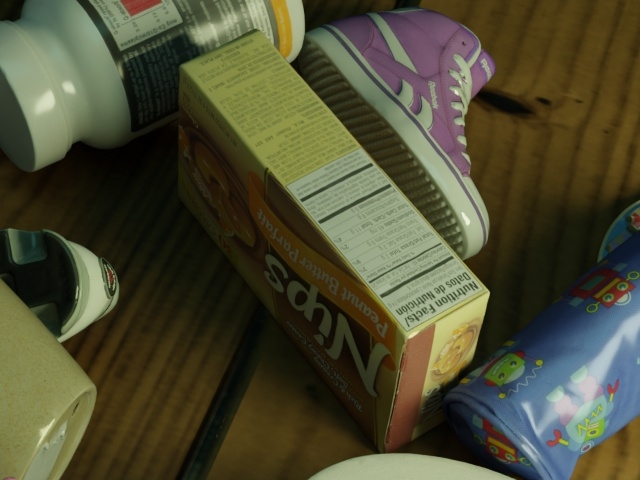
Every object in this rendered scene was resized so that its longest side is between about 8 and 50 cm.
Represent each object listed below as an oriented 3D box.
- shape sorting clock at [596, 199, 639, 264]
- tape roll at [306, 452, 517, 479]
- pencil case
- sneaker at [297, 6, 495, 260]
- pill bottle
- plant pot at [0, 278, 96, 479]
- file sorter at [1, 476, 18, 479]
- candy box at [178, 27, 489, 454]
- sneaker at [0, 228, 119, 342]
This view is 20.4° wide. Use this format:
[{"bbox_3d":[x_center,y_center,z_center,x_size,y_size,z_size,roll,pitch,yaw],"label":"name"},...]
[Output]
[{"bbox_3d":[0.341,0.039,1.550,0.206,0.040,0.206,2,54,-3],"label":"shape sorting clock"},{"bbox_3d":[0.125,0.303,1.210,0.392,0.072,0.392,22,29,-13],"label":"tape roll"},{"bbox_3d":[0.243,0.084,1.438,0.306,0.133,0.119,-38,32,-17],"label":"pencil case"},{"bbox_3d":[0.111,-0.113,1.604,0.161,0.102,0.282,-19,58,-21],"label":"sneaker"},{"bbox_3d":[-0.166,-0.177,1.586,0.278,0.162,0.162,-28,61,-23],"label":"pill bottle"},{"bbox_3d":[-0.306,0.092,1.248,0.274,0.256,0.256,29,57,7],"label":"plant pot"},{"bbox_3d":[-0.192,0.269,1.048,0.290,0.182,0.202,30,27,13],"label":"file sorter"},{"bbox_3d":[0.000,0.000,1.459,0.087,0.183,0.316,-29,62,-22],"label":"candy box"},{"bbox_3d":[-0.315,0.069,1.437,0.330,0.146,0.123,-8,84,15],"label":"sneaker"}]
